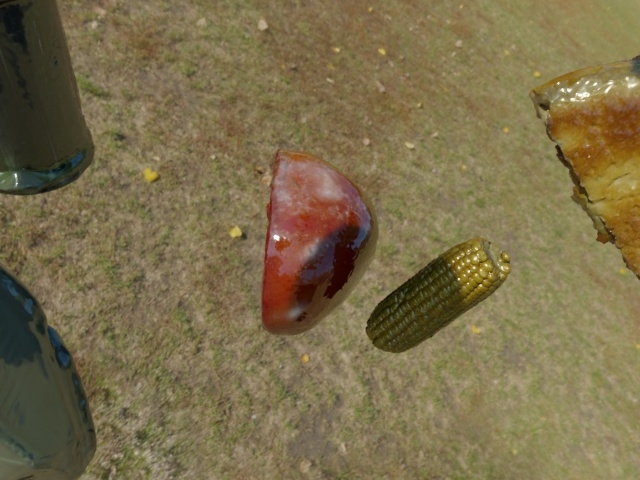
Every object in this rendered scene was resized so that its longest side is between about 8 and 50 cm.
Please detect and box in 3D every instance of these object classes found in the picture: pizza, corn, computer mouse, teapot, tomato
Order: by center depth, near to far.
[{"bbox_3d":[-0.353,0.096,0.452,0.228,0.429,0.145,-4,42,9],"label":"computer mouse"},{"bbox_3d":[0.369,-0.066,0.525,0.335,0.226,0.086,21,31,12],"label":"pizza"},{"bbox_3d":[0.120,0.067,0.556,0.068,0.207,0.068,20,48,-23],"label":"corn"},{"bbox_3d":[0.000,0.000,0.619,0.139,0.200,0.233,1,54,-1],"label":"tomato"},{"bbox_3d":[-0.413,-0.238,0.651,0.200,0.337,0.270,-10,55,-20],"label":"teapot"}]
